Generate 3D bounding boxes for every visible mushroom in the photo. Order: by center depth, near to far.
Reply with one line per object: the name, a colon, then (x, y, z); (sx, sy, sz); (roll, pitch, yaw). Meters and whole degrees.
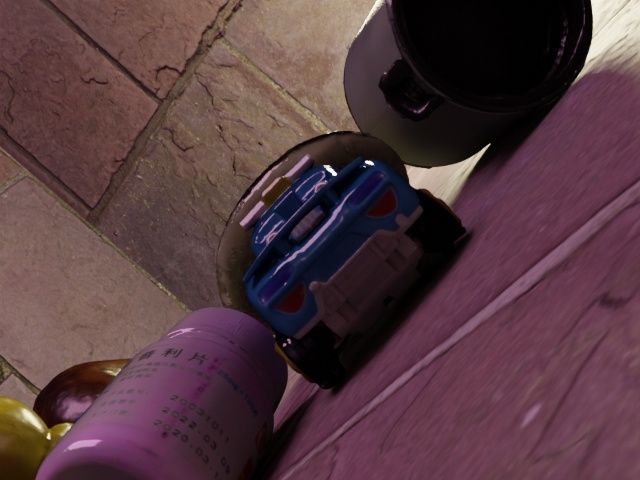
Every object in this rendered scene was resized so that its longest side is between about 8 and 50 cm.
mushroom: (-0.221, 0.239, 1.233); (0.267, 0.267, 0.254); (-52, -23, -58)

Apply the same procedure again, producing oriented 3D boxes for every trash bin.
trash bin: (0.154, -0.215, 1.151); (0.277, 0.217, 0.262); (-42, 0, -13)

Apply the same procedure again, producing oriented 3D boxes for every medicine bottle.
medicine bottle: (-0.124, 0.168, 0.886); (0.152, 0.152, 0.254); (-48, 5, 28)

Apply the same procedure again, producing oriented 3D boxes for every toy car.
toy car: (0.010, 0.008, 0.969); (0.198, 0.166, 0.314); (-45, 1, 1)

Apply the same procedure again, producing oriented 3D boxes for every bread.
bread: (0.000, 0.000, 1.134); (0.267, 0.040, 0.267); (-26, -42, -26)

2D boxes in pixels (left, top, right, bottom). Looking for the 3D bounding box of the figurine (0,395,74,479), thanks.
figurine: (-0.305, 0.256, 1.002); (0.218, 0.327, 0.169); (-51, 21, 19)
